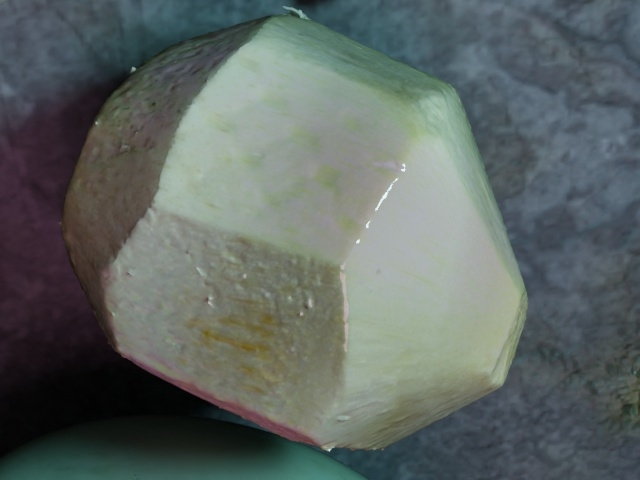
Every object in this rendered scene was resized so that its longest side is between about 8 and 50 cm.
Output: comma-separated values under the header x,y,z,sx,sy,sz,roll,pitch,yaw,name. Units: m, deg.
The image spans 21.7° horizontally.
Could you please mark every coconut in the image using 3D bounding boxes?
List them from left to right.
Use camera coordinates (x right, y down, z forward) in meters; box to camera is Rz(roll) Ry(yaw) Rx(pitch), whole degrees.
x,y,z,sx,sy,sz,roll,pitch,yaw,name
0.000,0.000,0.841,0.237,0.237,0.197,29,80,-27,coconut

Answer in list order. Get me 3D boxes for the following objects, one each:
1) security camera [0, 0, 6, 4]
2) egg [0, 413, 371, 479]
x,y,z,sx,sy,sz,roll,pitch,yaw,name
-0.188,-0.182,0.705,0.236,0.194,0.194,-31,124,8,security camera
-0.056,0.249,0.968,0.389,0.276,0.276,31,113,-29,egg
